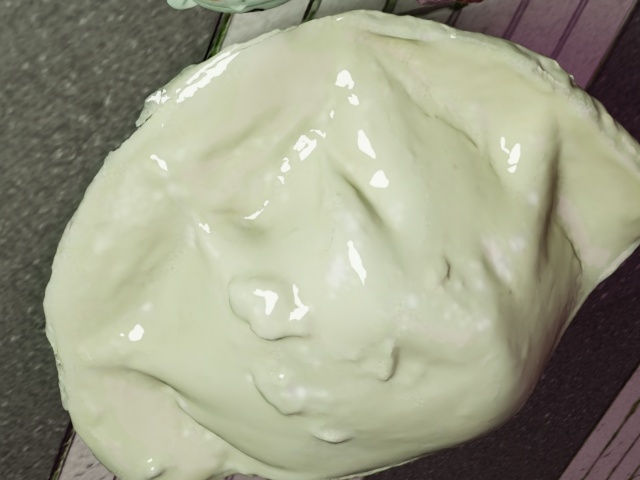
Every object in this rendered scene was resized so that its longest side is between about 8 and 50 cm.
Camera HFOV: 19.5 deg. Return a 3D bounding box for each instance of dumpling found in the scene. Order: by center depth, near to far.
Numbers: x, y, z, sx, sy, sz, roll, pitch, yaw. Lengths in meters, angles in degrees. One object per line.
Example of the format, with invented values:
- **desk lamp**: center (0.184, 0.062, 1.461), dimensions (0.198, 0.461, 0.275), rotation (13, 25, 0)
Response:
- **dumpling**: center (0.000, 0.000, 1.136), dimensions (0.395, 0.233, 0.315), rotation (-30, 125, 12)

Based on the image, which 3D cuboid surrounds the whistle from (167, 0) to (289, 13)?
- **whistle**: center (-0.043, -0.173, 0.840), dimensions (0.102, 0.105, 0.253), rotation (-51, 158, -13)

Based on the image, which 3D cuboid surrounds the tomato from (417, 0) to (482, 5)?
- **tomato**: center (0.194, -0.228, 0.896), dimensions (0.334, 0.176, 0.289), rotation (-11, -177, -15)
